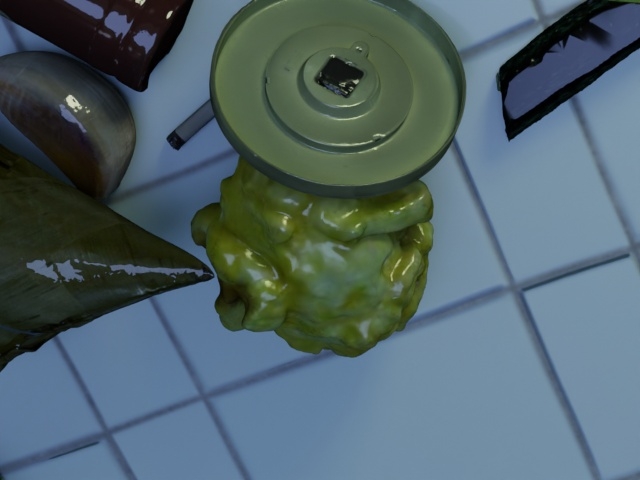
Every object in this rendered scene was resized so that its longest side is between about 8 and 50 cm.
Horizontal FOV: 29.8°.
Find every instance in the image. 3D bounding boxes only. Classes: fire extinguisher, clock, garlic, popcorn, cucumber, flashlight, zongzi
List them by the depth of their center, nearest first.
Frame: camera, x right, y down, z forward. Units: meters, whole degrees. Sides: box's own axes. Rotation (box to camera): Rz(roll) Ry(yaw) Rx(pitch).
[{"bbox_3d":[0.016,-0.143,1.099,0.234,0.235,0.029,19,150,2],"label":"clock"},{"bbox_3d":[0.246,-0.180,1.133,0.220,0.046,0.070,-36,93,20],"label":"cucumber"},{"bbox_3d":[-0.294,-0.267,1.157,0.337,0.114,0.135,30,147,-3],"label":"fire extinguisher"},{"bbox_3d":[0.000,0.000,1.166,0.254,0.195,0.256,-16,126,21],"label":"popcorn"},{"bbox_3d":[-0.303,-0.042,1.179,0.360,0.160,0.323,-16,113,36],"label":"zongzi"},{"bbox_3d":[-0.277,-0.128,1.222,0.198,0.090,0.128,34,127,-8],"label":"garlic"},{"bbox_3d":[-0.123,-0.124,1.228,0.083,0.018,0.018,-39,102,21],"label":"flashlight"}]

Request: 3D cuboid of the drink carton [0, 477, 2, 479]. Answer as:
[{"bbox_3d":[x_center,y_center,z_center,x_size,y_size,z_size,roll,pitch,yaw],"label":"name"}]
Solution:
[{"bbox_3d":[-0.417,0.355,1.389,0.108,0.161,0.271,-28,101,19],"label":"drink carton"}]
